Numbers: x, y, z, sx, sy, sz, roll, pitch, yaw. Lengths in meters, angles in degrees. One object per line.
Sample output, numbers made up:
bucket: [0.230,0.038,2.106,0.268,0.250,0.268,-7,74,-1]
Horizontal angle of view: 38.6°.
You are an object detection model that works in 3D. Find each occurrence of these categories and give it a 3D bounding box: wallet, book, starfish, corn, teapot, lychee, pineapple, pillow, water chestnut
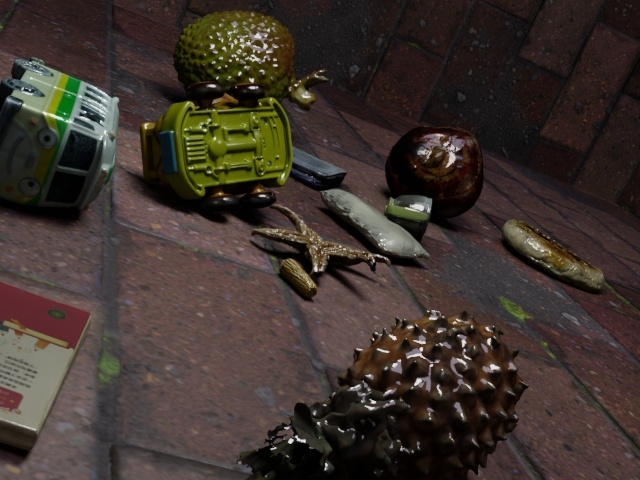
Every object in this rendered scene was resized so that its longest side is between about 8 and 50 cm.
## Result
wallet: [-0.060,-0.172,1.923,0.222,0.036,0.167,29,16,15]
book: [-0.291,0.087,0.771,0.162,0.022,0.232,20,17,-10]
starfish: [-0.002,0.008,1.402,0.213,0.057,0.238,8,18,-37]
corn: [-0.033,0.051,1.263,0.028,0.027,0.083,-7,33,-32]
teapot: [0.166,-0.055,1.756,0.090,0.092,0.124,14,-29,0]
lychee: [-0.170,-0.386,2.045,0.320,0.270,0.270,24,11,-49]
pineapple: [0.055,0.170,0.820,0.175,0.175,0.361,33,30,27]
pillow: [0.096,-0.030,1.668,0.128,0.051,0.229,13,20,-40]
water chestnut: [0.260,-0.151,2.058,0.223,0.238,0.224,-1,55,2]

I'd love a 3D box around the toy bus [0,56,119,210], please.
toy bus: [-0.349,-0.137,1.197,0.164,0.134,0.276,19,17,-18]

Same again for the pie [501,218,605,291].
pie: [0.538,0.034,2.118,0.274,0.055,0.274,28,14,-7]

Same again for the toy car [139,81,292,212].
toy car: [-0.167,-0.145,1.443,0.142,0.200,0.248,0,4,43]

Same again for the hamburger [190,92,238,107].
hamburger: [-0.168,-0.206,1.758,0.231,0.107,0.231,30,11,-7]
